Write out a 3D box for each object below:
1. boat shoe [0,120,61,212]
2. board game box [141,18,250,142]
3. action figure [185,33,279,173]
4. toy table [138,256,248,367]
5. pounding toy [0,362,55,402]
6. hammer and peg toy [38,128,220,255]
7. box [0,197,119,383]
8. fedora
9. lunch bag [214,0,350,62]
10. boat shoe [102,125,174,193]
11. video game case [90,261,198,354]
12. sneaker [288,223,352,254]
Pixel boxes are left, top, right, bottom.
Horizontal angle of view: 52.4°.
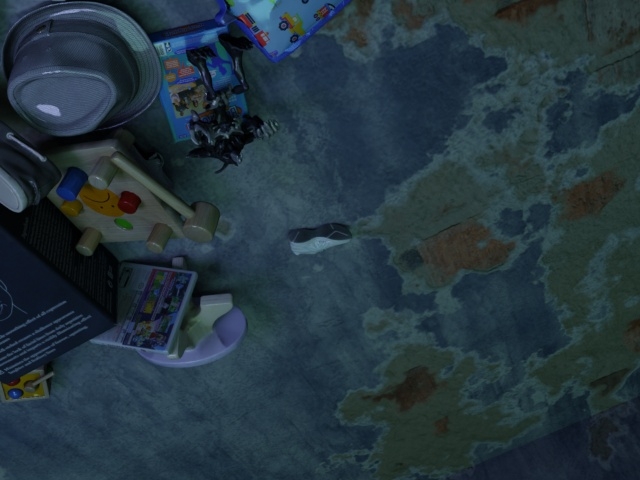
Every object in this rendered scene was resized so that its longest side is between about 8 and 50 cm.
[{"bbox_3d":[-0.583,-0.183,1.091,0.335,0.095,0.112,43,139,2],"label":"boat shoe"},{"bbox_3d":[-0.231,-0.301,1.235,0.160,0.047,0.210,-14,131,-5],"label":"board game box"},{"bbox_3d":[-0.173,-0.224,1.194,0.164,0.141,0.275,-18,132,-18],"label":"action figure"},{"bbox_3d":[-0.318,0.184,1.502,0.275,0.252,0.160,-16,146,-4],"label":"toy table"},{"bbox_3d":[-0.711,0.334,1.588,0.141,0.100,0.130,-3,130,-14],"label":"pounding toy"},{"bbox_3d":[-0.369,-0.093,1.219,0.362,0.127,0.266,-3,140,26],"label":"hammer and peg toy"},{"bbox_3d":[-0.647,0.058,1.303,0.294,0.212,0.395,-28,132,8],"label":"box"},{"bbox_3d":[-0.423,-0.271,1.121,0.276,0.124,0.243,-9,133,6],"label":"fedora"},{"bbox_3d":[-0.056,-0.449,1.048,0.293,0.138,0.221,-46,129,-3],"label":"lunch bag"},{"bbox_3d":[-0.353,-0.158,1.314,0.063,0.066,0.184,-35,120,14],"label":"boat shoe"},{"bbox_3d":[-0.385,0.145,1.425,0.184,0.201,0.023,7,146,11],"label":"video game case"},{"bbox_3d":[0.000,0.000,1.559,0.152,0.053,0.061,-6,140,-4],"label":"sneaker"}]
